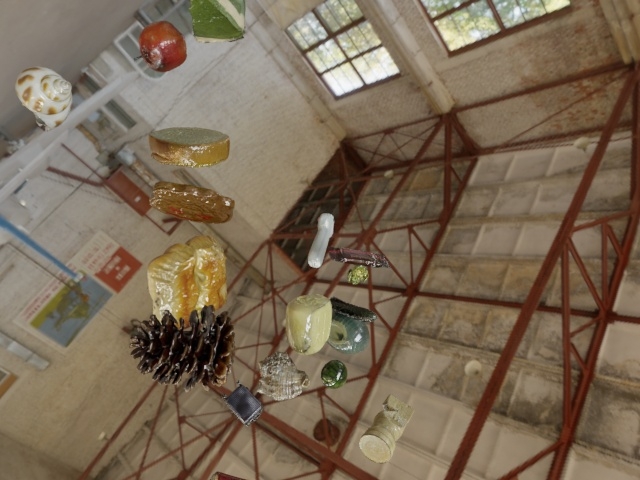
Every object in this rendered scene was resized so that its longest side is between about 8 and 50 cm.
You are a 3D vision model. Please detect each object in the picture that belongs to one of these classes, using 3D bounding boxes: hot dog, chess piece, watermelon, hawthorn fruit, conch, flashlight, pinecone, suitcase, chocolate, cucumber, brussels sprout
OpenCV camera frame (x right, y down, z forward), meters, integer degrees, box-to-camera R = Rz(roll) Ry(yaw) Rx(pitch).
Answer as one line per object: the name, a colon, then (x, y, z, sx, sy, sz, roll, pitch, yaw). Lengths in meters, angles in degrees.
hot dog: (-0.549, 0.158, 1.920, 0.196, 0.366, 0.367, 34, -137, 25)
chess piece: (0.186, 0.501, 1.257, 0.090, 0.090, 0.200, -22, -175, 35)
watermelon: (0.058, 0.491, 1.689, 0.106, 0.105, 0.062, -53, -161, -20)
hawthorn fruit: (-0.545, -0.643, 1.557, 0.156, 0.157, 0.194, -6, -146, 50)
conch: (-0.866, -0.459, 1.470, 0.148, 0.183, 0.274, -44, -146, -19)
flashlight: (0.000, 0.000, 1.465, 0.047, 0.093, 0.201, 5, -129, 17)
pinecone: (-0.367, 0.282, 1.255, 0.246, 0.291, 0.247, -26, -124, 46)
suitcase: (-0.248, 0.527, 1.491, 0.126, 0.059, 0.086, 37, -118, 25)
conch: (-0.154, 0.524, 1.790, 0.245, 0.163, 0.179, 15, -110, 28)
chocolate: (0.109, 0.051, 1.330, 0.086, 0.182, 0.028, -110, -151, -60)
cucumber: (0.140, 0.311, 2.042, 0.245, 0.067, 0.067, 15, -120, 39)
brussels sprout: (0.139, 0.132, 1.787, 0.085, 0.085, 0.058, -48, -151, -10)

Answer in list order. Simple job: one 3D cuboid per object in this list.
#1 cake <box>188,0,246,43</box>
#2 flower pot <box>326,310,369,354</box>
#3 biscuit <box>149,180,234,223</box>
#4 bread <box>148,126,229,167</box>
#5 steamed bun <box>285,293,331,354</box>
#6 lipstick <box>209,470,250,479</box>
cake: (-0.382, -0.764, 1.461, 0.172, 0.283, 0.158, -6, -104, 23)
flower pot: (0.112, 0.418, 2.127, 0.243, 0.157, 0.190, 29, -77, 38)
biscuit: (-0.420, -0.113, 1.529, 0.257, 0.272, 0.049, 148, -51, -61)
bread: (-0.390, -0.283, 1.388, 0.235, 0.070, 0.236, 6, -154, -3)
steamed bun: (-0.064, 0.353, 1.960, 0.165, 0.232, 0.273, 9, -167, 22)
lipstick: (-0.260, 0.854, 1.579, 0.080, 0.241, 0.080, -46, -151, 35)
